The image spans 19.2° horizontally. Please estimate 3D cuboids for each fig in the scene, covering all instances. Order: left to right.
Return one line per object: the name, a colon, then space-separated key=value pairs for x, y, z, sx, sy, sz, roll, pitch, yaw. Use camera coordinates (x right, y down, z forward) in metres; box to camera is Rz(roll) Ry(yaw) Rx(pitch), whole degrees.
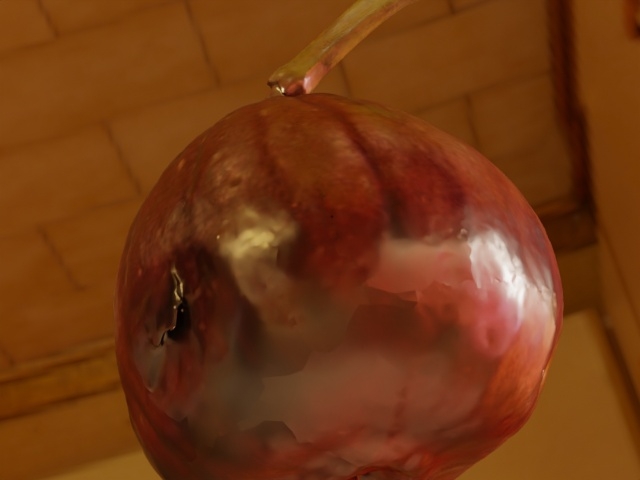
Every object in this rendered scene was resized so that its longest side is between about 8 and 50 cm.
fig: x=-0.012 y=0.004 z=0.839 sx=0.186 sy=0.249 sz=0.203 roll=1 pitch=142 yaw=-35
